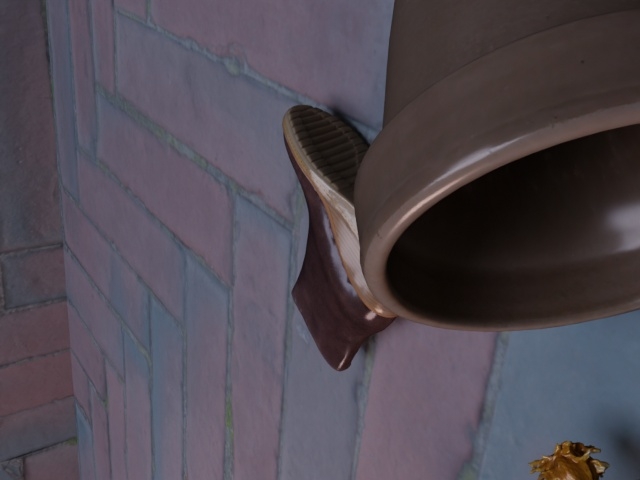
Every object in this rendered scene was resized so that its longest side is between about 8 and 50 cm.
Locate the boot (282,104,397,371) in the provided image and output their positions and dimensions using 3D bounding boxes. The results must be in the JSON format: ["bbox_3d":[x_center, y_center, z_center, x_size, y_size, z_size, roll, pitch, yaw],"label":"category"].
[{"bbox_3d":[0.000,0.000,0.804,0.248,0.090,0.207,58,141,23],"label":"boot"}]

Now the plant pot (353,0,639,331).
[{"bbox_3d":[0.141,-0.093,0.452,0.263,0.263,0.229,132,139,-52],"label":"plant pot"}]

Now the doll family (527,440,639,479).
[{"bbox_3d":[0.185,0.235,0.507,0.263,0.118,0.163,-54,28,29],"label":"doll family"}]
